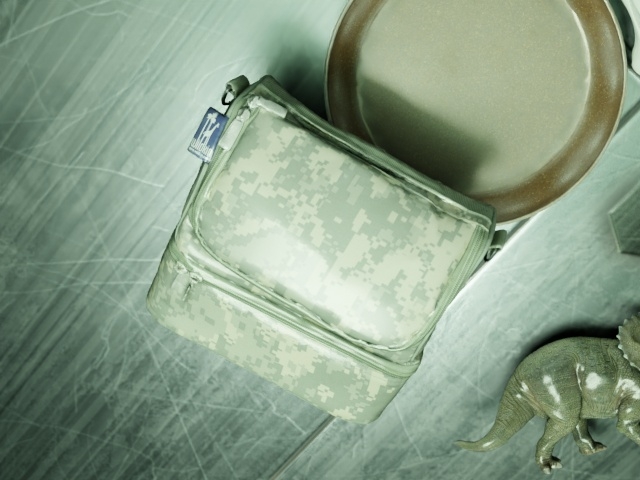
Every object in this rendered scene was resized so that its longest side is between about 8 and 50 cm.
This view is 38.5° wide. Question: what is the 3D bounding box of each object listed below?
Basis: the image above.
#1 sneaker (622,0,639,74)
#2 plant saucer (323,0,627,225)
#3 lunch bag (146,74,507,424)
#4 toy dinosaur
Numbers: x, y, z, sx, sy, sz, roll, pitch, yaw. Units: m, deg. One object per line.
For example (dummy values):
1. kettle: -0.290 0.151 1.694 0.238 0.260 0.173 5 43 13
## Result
1. sneaker: 0.395 -0.168 0.915 0.122 0.146 0.330 -44 123 -7
2. plant saucer: 0.159 -0.167 0.968 0.310 0.050 0.311 2 110 6
3. lunch bag: 0.000 0.000 0.934 0.305 0.212 0.256 29 124 -2
4. toy dinosaur: 0.304 0.169 1.047 0.313 0.121 0.160 -15 90 22
